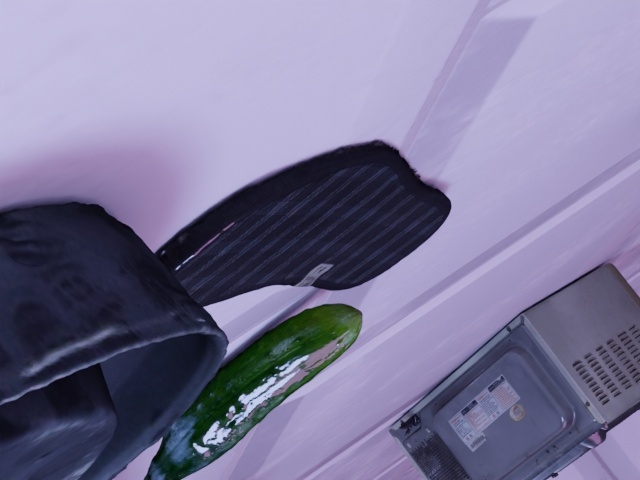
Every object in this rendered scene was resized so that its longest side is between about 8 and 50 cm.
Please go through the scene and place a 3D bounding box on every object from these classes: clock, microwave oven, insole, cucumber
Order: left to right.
[{"bbox_3d":[-0.157,0.090,0.575,0.281,0.055,0.280,-35,169,-8],"label":"clock"},{"bbox_3d":[-0.042,0.080,0.951,0.155,0.037,0.037,-41,169,15],"label":"cucumber"},{"bbox_3d":[0.000,0.000,0.808,0.110,0.012,0.309,-40,169,10],"label":"insole"},{"bbox_3d":[0.212,0.162,1.836,0.194,0.145,0.240,-30,168,-46],"label":"microwave oven"}]
